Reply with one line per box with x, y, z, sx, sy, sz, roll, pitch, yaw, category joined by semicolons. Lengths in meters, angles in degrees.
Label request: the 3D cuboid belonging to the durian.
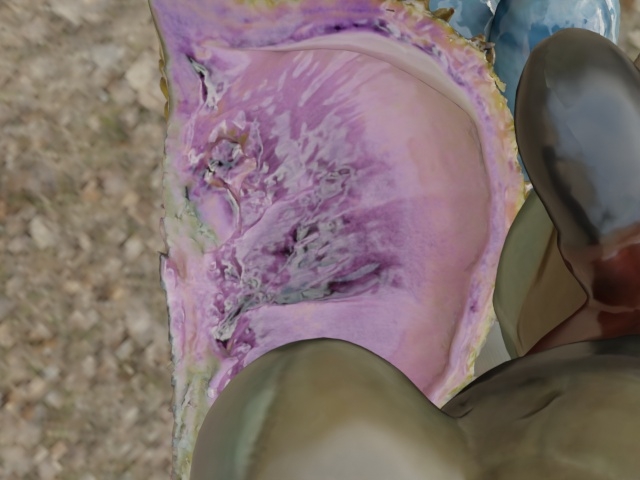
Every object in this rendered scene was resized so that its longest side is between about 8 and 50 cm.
0.000;0.001;0.826;0.191;0.112;0.341;-11;120;-16;durian

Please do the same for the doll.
0.110;0.044;0.465;0.330;0.174;0.235;-41;131;-44;doll

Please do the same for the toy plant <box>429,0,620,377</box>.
0.126;-0.083;1.145;0.247;0.247;0.332;-33;103;-22;toy plant
